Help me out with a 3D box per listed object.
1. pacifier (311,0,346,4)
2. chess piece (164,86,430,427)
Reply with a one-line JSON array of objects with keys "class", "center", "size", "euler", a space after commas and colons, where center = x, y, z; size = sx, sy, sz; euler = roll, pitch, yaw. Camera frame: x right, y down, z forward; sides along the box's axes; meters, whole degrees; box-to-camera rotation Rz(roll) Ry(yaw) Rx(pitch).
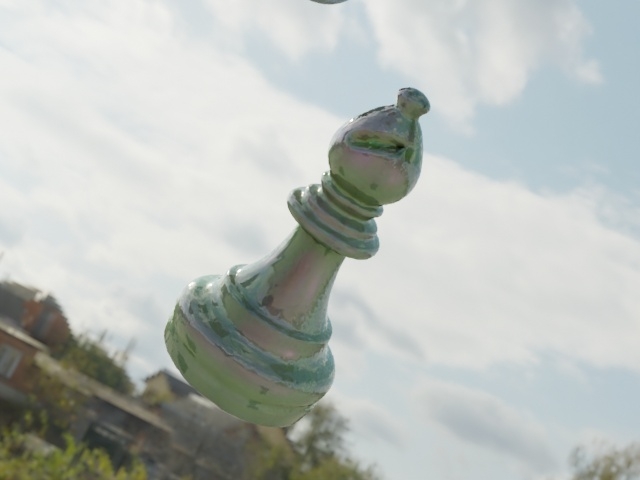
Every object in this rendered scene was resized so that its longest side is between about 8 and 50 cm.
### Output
[{"class": "pacifier", "center": [-0.015, -0.363, 1.240], "size": [0.225, 0.287, 0.238], "euler": [5, -17, 37]}, {"class": "chess piece", "center": [0.000, 0.000, 0.944], "size": [0.139, 0.272, 0.139], "euler": [28, 23, -13]}]
